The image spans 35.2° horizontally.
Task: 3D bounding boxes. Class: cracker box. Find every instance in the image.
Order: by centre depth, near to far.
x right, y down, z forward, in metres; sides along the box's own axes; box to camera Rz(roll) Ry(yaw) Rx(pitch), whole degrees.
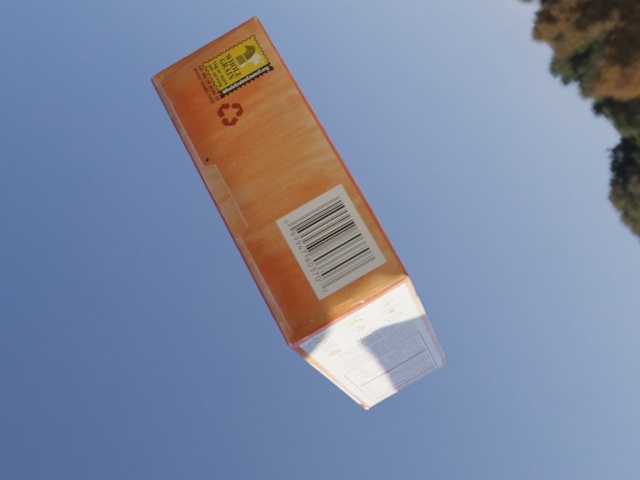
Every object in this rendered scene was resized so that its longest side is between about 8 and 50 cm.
[{"bbox_3d":[0.000,0.000,0.568,0.156,0.067,0.232,61,-179,19],"label":"cracker box"}]
